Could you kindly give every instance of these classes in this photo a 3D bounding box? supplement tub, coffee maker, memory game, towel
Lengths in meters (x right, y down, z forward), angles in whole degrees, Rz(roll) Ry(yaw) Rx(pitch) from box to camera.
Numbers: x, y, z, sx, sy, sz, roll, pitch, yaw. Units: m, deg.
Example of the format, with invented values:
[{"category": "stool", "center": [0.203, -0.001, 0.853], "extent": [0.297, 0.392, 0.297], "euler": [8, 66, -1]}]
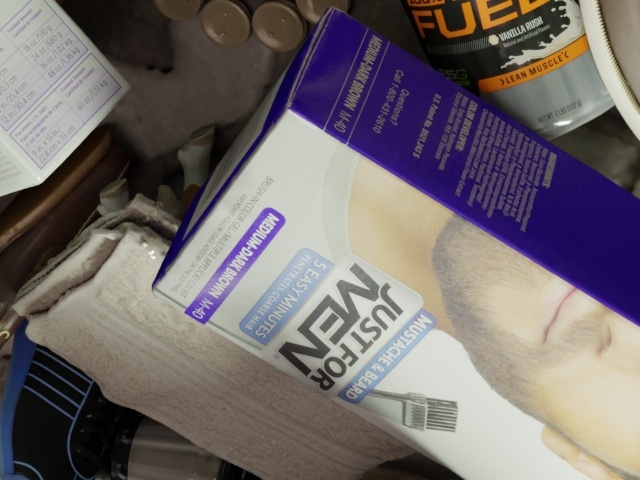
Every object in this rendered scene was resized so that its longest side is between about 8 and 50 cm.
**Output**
[{"category": "supplement tub", "center": [0.102, -0.159, 1.013], "extent": [0.117, 0.117, 0.190], "euler": [-15, 115, 30]}, {"category": "coffee maker", "center": [-0.127, 0.192, 1.339], "extent": [0.178, 0.120, 0.171], "euler": [6, 124, 19]}, {"category": "memory game", "center": [-0.052, -0.205, 1.112], "extent": [0.186, 0.012, 0.186], "euler": [11, 125, 16]}, {"category": "towel", "center": [-0.058, 0.083, 1.163], "extent": [0.282, 0.049, 0.187], "euler": [32, 145, -17]}]

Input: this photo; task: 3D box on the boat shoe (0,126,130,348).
[{"category": "boat shoe", "center": [-0.207, 0.011, 1.236], "extent": [0.207, 0.073, 0.073], "euler": [-45, 110, -2]}]

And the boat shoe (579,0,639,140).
[{"category": "boat shoe", "center": [0.202, -0.175, 0.954], "extent": [0.097, 0.116, 0.324], "euler": [-1, 118, 47]}]

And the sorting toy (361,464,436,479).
[{"category": "sorting toy", "center": [0.124, 0.263, 1.324], "extent": [0.208, 0.038, 0.193], "euler": [10, 125, 25]}]

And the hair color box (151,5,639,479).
[{"category": "hair color box", "center": [0.093, 0.035, 1.022], "extent": [0.339, 0.110, 0.185], "euler": [30, 134, -10]}]

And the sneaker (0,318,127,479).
[{"category": "sneaker", "center": [-0.172, 0.108, 1.248], "extent": [0.090, 0.232, 0.081], "euler": [-8, 155, 17]}]

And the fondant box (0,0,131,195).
[{"category": "fondant box", "center": [-0.300, -0.169, 1.090], "extent": [0.330, 0.096, 0.238], "euler": [48, 154, -18]}]

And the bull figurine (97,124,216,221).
[{"category": "bull figurine", "center": [0.000, 0.000, 1.173], "extent": [0.310, 0.101, 0.188], "euler": [-19, 109, 29]}]

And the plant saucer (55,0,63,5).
[{"category": "plant saucer", "center": [-0.254, -0.224, 1.168], "extent": [0.200, 0.037, 0.200], "euler": [10, 124, 16]}]
